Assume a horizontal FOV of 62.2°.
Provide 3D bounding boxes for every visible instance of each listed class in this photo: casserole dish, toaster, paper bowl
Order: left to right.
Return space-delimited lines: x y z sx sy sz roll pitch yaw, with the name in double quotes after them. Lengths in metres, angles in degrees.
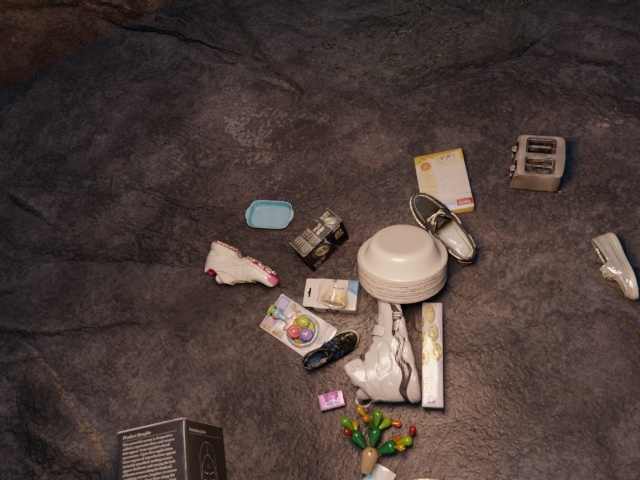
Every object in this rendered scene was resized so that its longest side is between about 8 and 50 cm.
-0.187 -0.091 1.984 0.189 0.037 0.114 4 67 14 "casserole dish"
0.259 0.057 1.684 0.285 0.148 0.284 -4 35 3 "paper bowl"
0.739 -0.256 1.796 0.186 0.110 0.167 8 69 16 "toaster"

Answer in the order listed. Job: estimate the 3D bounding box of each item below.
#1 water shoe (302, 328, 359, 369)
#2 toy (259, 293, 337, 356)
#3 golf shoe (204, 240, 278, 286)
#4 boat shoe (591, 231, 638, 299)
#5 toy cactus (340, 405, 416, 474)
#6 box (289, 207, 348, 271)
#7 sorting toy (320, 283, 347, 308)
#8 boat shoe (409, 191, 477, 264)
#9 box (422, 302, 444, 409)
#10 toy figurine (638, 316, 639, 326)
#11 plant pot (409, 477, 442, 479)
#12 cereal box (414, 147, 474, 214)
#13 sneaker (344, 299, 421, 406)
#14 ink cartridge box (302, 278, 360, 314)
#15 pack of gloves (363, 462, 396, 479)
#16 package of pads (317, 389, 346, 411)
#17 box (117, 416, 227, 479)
0.037 0.356 1.694 0.203 0.080 0.072 -31 90 0 "water shoe"
-0.081 0.288 1.776 0.237 0.056 0.136 29 77 23 "toy"
-0.285 0.113 1.886 0.306 0.115 0.140 25 85 29 "golf shoe"
0.899 0.084 1.629 0.081 0.079 0.227 -17 58 16 "boat shoe"
0.160 0.591 1.554 0.219 0.112 0.180 15 78 -1 "toy cactus"
0.000 0.000 1.836 0.180 0.147 0.077 -43 64 -8 "box"
0.053 0.179 1.735 0.083 0.044 0.075 10 63 17 "sorting toy"
0.410 -0.051 1.759 0.114 0.091 0.302 -44 75 2 "boat shoe"
0.347 0.353 1.640 0.067 0.063 0.323 -1 66 15 "box"
1.020 0.258 1.491 0.191 0.217 0.362 -39 107 -21 "toy figurine"
0.275 0.786 1.298 0.334 0.305 0.333 -2 75 8 "plant pot"
0.434 -0.200 1.878 0.173 0.047 0.240 -9 66 11 "cereal box"
0.174 0.333 1.648 0.210 0.137 0.365 -13 66 6 "sneaker"
0.039 0.188 1.789 0.180 0.060 0.104 3 68 14 "ink cartridge box"
0.174 0.779 1.499 0.195 0.046 0.232 25 74 21 "pack of gloves"
0.035 0.503 1.664 0.083 0.032 0.050 -16 65 6 "package of pads"
-0.410 0.738 1.518 0.212 0.293 0.395 -14 63 7 "box"
